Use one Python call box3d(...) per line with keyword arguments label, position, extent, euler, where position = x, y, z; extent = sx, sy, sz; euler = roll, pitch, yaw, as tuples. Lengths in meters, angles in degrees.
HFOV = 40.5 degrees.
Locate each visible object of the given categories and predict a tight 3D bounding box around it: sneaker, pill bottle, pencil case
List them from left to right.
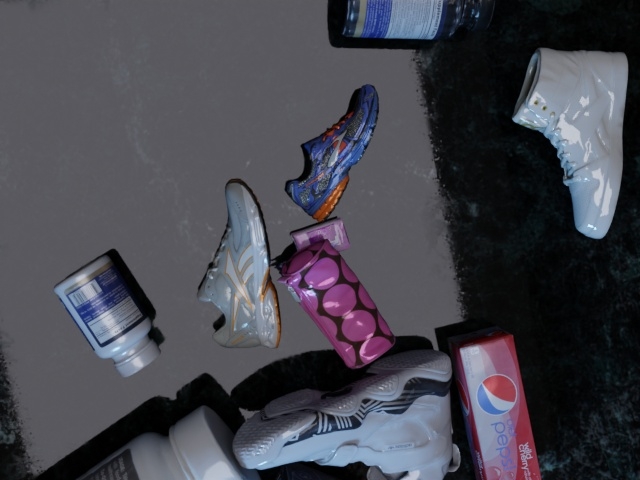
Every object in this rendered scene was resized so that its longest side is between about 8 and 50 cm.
box3d(label="pill bottle", position=(-0.310, 0.115, 1.284), extent=(0.094, 0.094, 0.169), euler=(-32, 98, -3))
box3d(label="pill bottle", position=(-0.272, 0.412, 1.261), extent=(0.361, 0.204, 0.204), euler=(-35, 98, -2))
box3d(label="sneaker", position=(-0.132, 0.042, 1.301), extent=(0.121, 0.099, 0.262), euler=(-8, 95, -1))
box3d(label="sneaker", position=(0.022, -0.140, 1.309), extent=(0.087, 0.083, 0.221), euler=(27, 89, -3))
box3d(label="pencil case", position=(0.025, 0.102, 1.309), extent=(0.209, 0.095, 0.098), euler=(53, 53, -18))
box3d(label="sneaker", position=(0.058, 0.313, 1.293), extent=(0.365, 0.137, 0.210), euler=(-18, 99, -25))
box3d(label="pill bottle", position=(0.139, -0.360, 1.280), extent=(0.219, 0.123, 0.123), euler=(0, 95, -7))
box3d(label="sneaker", position=(0.373, -0.153, 1.341), extent=(0.169, 0.108, 0.293), euler=(5, 85, -5))

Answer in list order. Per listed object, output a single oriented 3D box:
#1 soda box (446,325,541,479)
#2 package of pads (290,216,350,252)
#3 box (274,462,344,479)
box3d(label="soda box", position=(0.276, 0.276, 1.374), extent=(0.092, 0.083, 0.263), euler=(-14, 96, -5))
box3d(label="package of pads", position=(0.000, 0.000, 1.341), extent=(0.083, 0.032, 0.050), euler=(-19, 101, -4))
box3d(label="box", position=(0.035, 0.459, 1.321), extent=(0.247, 0.163, 0.142), euler=(22, 94, -8))
